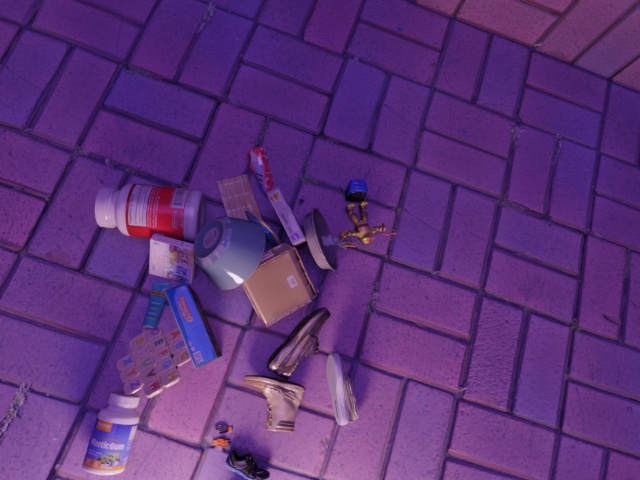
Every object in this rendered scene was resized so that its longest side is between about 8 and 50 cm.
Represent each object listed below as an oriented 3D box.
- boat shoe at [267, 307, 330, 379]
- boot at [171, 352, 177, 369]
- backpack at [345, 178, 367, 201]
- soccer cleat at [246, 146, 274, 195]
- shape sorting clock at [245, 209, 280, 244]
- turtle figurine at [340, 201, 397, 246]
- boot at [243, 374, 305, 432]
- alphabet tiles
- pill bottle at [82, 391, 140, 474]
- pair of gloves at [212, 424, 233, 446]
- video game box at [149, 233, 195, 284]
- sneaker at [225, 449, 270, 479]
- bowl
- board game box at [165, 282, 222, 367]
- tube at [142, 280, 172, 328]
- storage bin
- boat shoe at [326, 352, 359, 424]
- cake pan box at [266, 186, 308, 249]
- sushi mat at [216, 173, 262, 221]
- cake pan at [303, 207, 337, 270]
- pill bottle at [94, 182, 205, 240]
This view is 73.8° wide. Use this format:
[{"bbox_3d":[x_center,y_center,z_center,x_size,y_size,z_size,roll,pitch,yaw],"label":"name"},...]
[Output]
[{"bbox_3d":[-0.073,0.444,1.840,0.130,0.132,0.355,44,83,-6],"label":"boat shoe"},{"bbox_3d":[-0.602,0.506,1.737,0.045,0.121,0.099,5,80,-13],"label":"boot"},{"bbox_3d":[0.170,-0.244,2.040,0.098,0.120,0.100,-3,77,-9],"label":"backpack"},{"bbox_3d":[-0.285,-0.324,2.023,0.095,0.083,0.247,-15,83,18],"label":"soccer cleat"},{"bbox_3d":[-0.252,-0.057,1.863,0.040,0.206,0.206,-42,85,-13],"label":"shape sorting clock"},{"bbox_3d":[0.210,-0.073,2.021,0.270,0.087,0.217,-12,71,-3],"label":"turtle figurine"},{"bbox_3d":[-0.211,0.675,1.768,0.262,0.095,0.203,17,75,-9],"label":"boot"},{"bbox_3d":[-0.672,0.479,1.714,0.278,0.021,0.284,-28,53,-14],"label":"alphabet tiles"},{"bbox_3d":[-0.789,0.730,1.634,0.153,0.152,0.271,12,75,-5],"label":"pill bottle"},{"bbox_3d":[-0.402,0.800,1.748,0.074,0.010,0.083,8,74,-6],"label":"pair of gloves"},{"bbox_3d":[-0.624,0.081,1.804,0.187,0.205,0.048,17,37,-3],"label":"video game box"},{"bbox_3d":[-0.287,0.905,1.710,0.188,0.067,0.078,26,80,2],"label":"sneaker"},{"bbox_3d":[-0.390,0.027,1.712,0.163,0.312,0.311,35,68,-43],"label":"bowl"},{"bbox_3d":[-0.498,0.341,1.698,0.086,0.302,0.307,-23,81,-14],"label":"board game box"},{"bbox_3d":[-0.700,0.273,1.814,0.080,0.052,0.206,14,61,-11],"label":"tube"},{"bbox_3d":[-0.188,0.182,1.822,0.261,0.123,0.262,-28,109,-15],"label":"storage bin"},{"bbox_3d":[0.095,0.630,1.831,0.094,0.109,0.301,-6,86,-26],"label":"boat shoe"},{"bbox_3d":[-0.137,-0.084,1.888,0.070,0.246,0.266,-28,83,0],"label":"cake pan box"},{"bbox_3d":[-0.369,-0.157,1.989,0.152,0.019,0.316,-18,79,-12],"label":"sushi mat"},{"bbox_3d":[0.000,0.000,1.886,0.054,0.293,0.292,-19,78,14],"label":"cake pan"},{"bbox_3d":[-0.716,-0.123,1.819,0.409,0.229,0.228,6,75,-7],"label":"pill bottle"}]
